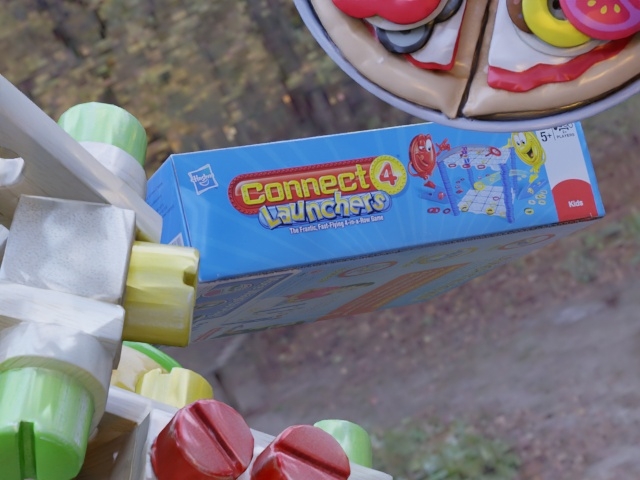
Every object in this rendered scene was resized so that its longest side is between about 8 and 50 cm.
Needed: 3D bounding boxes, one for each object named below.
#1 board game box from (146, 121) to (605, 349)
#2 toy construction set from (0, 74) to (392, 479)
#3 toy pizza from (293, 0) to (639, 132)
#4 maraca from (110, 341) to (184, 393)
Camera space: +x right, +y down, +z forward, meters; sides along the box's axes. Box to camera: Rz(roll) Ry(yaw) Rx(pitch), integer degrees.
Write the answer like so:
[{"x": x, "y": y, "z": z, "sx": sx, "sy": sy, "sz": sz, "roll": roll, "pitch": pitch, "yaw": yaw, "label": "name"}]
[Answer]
[{"x": 0.000, "y": 0.000, "z": 1.087, "sx": 0.302, "sy": 0.086, "sz": 0.308, "roll": -9, "pitch": -10, "yaw": -23, "label": "board game box"}, {"x": -0.031, "y": 0.077, "z": 0.467, "sx": 0.215, "sy": 0.328, "sz": 0.151, "roll": -50, "pitch": 12, "yaw": 41, "label": "toy construction set"}, {"x": 0.079, "y": -0.146, "z": 0.621, "sx": 0.201, "sy": 0.201, "sz": 0.032, "roll": -27, "pitch": -7, "yaw": 3, "label": "toy pizza"}, {"x": -0.144, "y": 0.107, "z": 0.713, "sx": 0.186, "sy": 0.127, "sz": 0.099, "roll": -5, "pitch": -1, "yaw": -2, "label": "maraca"}]
